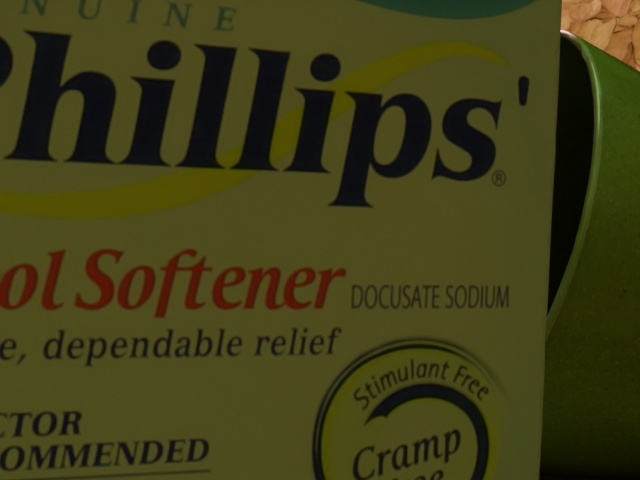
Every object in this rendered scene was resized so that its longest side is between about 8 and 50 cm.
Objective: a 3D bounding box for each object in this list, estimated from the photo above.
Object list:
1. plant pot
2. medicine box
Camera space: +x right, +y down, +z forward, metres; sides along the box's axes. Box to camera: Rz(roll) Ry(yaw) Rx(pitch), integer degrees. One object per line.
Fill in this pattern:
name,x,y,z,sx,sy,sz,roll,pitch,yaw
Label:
plant pot,0.231,0.044,0.776,0.293,0.275,0.275,18,-1,-14
medicine box,-0.059,0.014,0.470,0.263,0.289,0.149,1,4,-22
